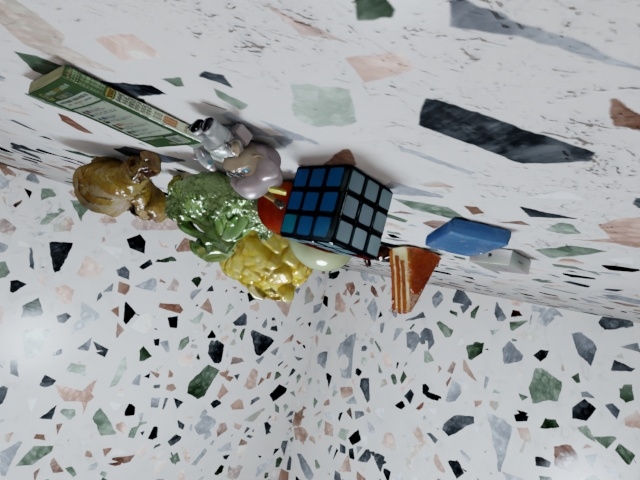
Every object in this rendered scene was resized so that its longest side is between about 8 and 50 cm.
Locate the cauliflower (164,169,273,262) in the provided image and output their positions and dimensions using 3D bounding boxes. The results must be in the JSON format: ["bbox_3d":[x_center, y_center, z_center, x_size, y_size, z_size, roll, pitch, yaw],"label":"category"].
[{"bbox_3d":[-0.282,-0.061,1.200,0.276,0.249,0.272,11,175,21],"label":"cauliflower"}]

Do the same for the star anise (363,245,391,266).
[{"bbox_3d":[0.218,0.066,1.864,0.273,0.102,0.272,12,176,1],"label":"star anise"}]

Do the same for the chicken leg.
[{"bbox_3d":[-0.557,-0.162,1.318,0.410,0.181,0.295,-15,137,42],"label":"chicken leg"}]

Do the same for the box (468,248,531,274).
[{"bbox_3d":[0.547,0.060,1.326,0.130,0.051,0.129,19,172,-39],"label":"box"}]

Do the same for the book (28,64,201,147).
[{"bbox_3d":[-0.387,-0.244,0.839,0.202,0.027,0.264,9,173,44],"label":"book"}]

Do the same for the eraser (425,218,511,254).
[{"bbox_3d":[0.385,-0.001,1.183,0.144,0.042,0.312,13,173,3],"label":"eraser"}]

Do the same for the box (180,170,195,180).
[{"bbox_3d":[-0.389,-0.173,1.335,0.024,0.053,0.083,10,171,40],"label":"box"}]

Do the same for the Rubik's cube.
[{"bbox_3d":[0.033,-0.059,0.928,0.162,0.160,0.163,9,171,44],"label":"Rubik's cube"}]

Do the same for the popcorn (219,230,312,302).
[{"bbox_3d":[-0.215,0.053,1.806,0.390,0.344,0.354,36,132,3],"label":"popcorn"}]

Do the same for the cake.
[{"bbox_3d":[0.320,0.136,1.671,0.160,0.261,0.158,36,164,-12],"label":"cake"}]

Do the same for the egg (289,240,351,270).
[{"bbox_3d":[0.000,0.000,1.379,0.189,0.188,0.254,20,175,-40],"label":"egg"}]

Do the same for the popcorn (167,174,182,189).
[{"bbox_3d":[-0.431,-0.157,1.393,0.107,0.120,0.116,-16,-143,-5],"label":"popcorn"}]

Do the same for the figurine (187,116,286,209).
[{"bbox_3d":[-0.143,-0.149,0.812,0.138,0.111,0.229,-1,153,37],"label":"figurine"}]

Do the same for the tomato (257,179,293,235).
[{"bbox_3d":[-0.067,-0.075,1.113,0.196,0.135,0.195,14,173,2],"label":"tomato"}]
